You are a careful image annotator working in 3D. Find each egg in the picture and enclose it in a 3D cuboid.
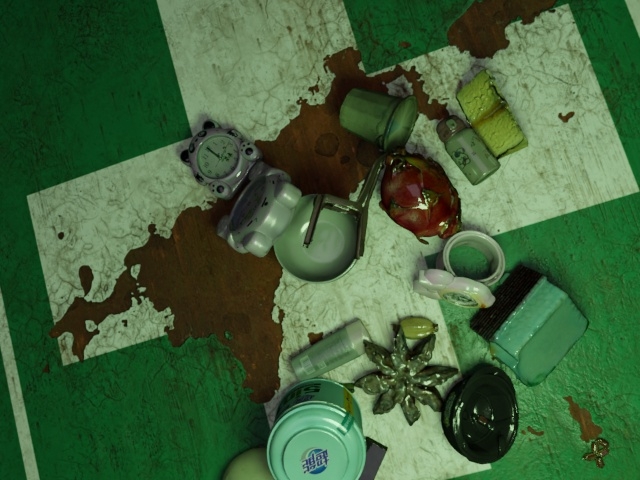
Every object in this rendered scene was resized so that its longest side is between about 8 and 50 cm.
[{"bbox_3d":[-0.199,0.796,1.840,0.286,0.174,0.264,-5,80,14],"label":"egg"}]

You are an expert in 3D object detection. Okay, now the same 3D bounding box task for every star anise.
[{"bbox_3d":[0.263,0.426,1.805,0.332,0.117,0.331,2,100,10],"label":"star anise"}]

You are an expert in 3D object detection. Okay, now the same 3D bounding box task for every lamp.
[{"bbox_3d":[0.826,0.629,1.737,0.063,0.031,0.083,26,86,10],"label":"lamp"}]

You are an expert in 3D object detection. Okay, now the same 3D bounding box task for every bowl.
[{"bbox_3d":[0.000,0.000,1.895,0.287,0.144,0.287,-1,85,10],"label":"bowl"}]

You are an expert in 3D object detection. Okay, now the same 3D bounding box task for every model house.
[{"bbox_3d":[0.599,0.242,1.753,0.280,0.230,0.249,-49,37,0],"label":"model house"}]

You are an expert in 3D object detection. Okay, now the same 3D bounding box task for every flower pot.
[{"bbox_3d":[0.183,-0.393,1.890,0.203,0.212,0.212,25,89,26],"label":"flower pot"}]

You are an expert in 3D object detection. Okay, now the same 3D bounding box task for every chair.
[{"bbox_3d":[0.074,-0.120,1.733,0.183,0.175,0.326,14,84,-2],"label":"chair"}]

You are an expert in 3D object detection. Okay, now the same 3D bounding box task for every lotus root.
[{"bbox_3d":[0.300,0.280,1.853,0.150,0.062,0.073,-2,107,12],"label":"lotus root"}]

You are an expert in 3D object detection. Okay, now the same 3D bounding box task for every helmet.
[{"bbox_3d":[0.460,0.514,1.743,0.231,0.160,0.278,18,74,-19],"label":"helmet"}]

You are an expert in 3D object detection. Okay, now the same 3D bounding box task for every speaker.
[{"bbox_3d":[0.132,0.741,1.847,0.082,0.044,0.218,24,89,12],"label":"speaker"}]

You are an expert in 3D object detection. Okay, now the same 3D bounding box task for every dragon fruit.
[{"bbox_3d":[0.301,-0.138,1.804,0.250,0.250,0.315,-43,119,4],"label":"dragon fruit"}]

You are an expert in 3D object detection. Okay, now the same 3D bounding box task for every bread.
[{"bbox_3d":[0.553,-0.396,1.848,0.178,0.142,0.266,-33,78,47],"label":"bread"}]

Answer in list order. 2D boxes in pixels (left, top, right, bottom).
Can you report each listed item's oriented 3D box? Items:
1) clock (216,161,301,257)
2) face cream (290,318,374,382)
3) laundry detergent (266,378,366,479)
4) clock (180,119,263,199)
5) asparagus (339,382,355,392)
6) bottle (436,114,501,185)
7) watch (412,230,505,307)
[{"bbox_3d":[-0.192,-0.094,1.855,0.113,0.322,0.295,32,91,-27],"label":"clock"},{"bbox_3d":[0.038,0.363,1.887,0.269,0.073,0.107,-30,86,7],"label":"face cream"},{"bbox_3d":[-0.009,0.591,1.730,0.287,0.305,0.287,0,92,2],"label":"laundry detergent"},{"bbox_3d":[-0.348,-0.284,2.018,0.248,0.090,0.227,38,92,13],"label":"clock"},{"bbox_3d":[0.031,0.485,1.899,0.165,0.030,0.036,-7,97,9],"label":"asparagus"},{"bbox_3d":[0.462,-0.295,1.856,0.110,0.110,0.233,-35,80,5],"label":"bottle"},{"bbox_3d":[0.431,0.084,1.804,0.248,0.211,0.217,17,69,5],"label":"watch"}]
